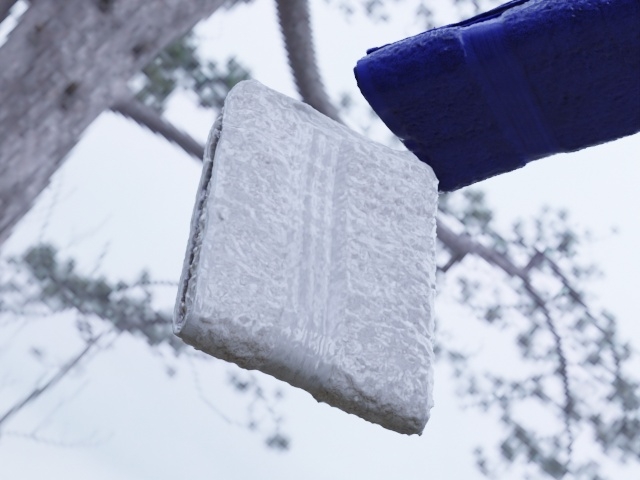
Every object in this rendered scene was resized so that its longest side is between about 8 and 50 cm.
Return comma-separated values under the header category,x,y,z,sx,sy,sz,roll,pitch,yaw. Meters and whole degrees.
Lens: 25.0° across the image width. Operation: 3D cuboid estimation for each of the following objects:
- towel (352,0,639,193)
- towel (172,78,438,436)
category,x,y,z,sx,sy,sz,roll,pitch,yaw
towel,0.208,-0.161,1.406,0.308,0.076,0.228,-16,-34,17
towel,0.000,0.000,1.019,0.187,0.282,0.049,24,-52,-17
